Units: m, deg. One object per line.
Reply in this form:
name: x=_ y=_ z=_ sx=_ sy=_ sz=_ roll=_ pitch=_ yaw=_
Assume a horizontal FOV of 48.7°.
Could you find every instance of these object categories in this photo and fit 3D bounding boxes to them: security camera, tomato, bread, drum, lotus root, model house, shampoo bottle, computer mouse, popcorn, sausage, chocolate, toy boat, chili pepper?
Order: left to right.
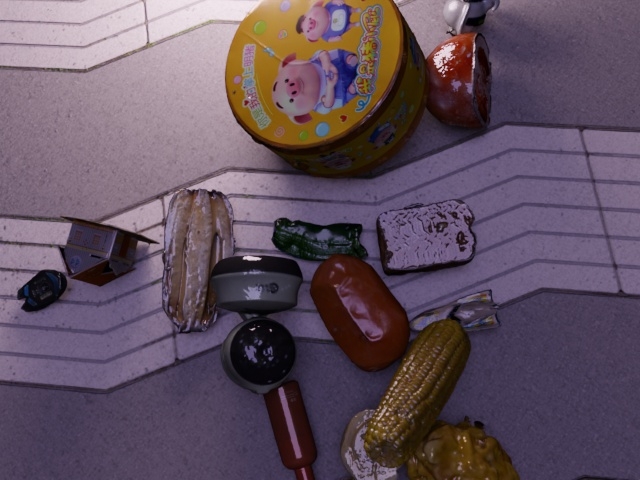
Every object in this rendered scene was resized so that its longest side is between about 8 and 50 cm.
computer mouse: x=-0.639 y=0.116 z=1.636 sx=0.135 sy=0.047 sz=0.079 roll=-29 pitch=82 yaw=9
model house: x=-0.487 y=0.034 z=1.560 sx=0.207 sy=0.219 sz=0.136 roll=14 pitch=84 yaw=8
lotus root: x=-0.279 y=0.048 z=1.606 sx=0.167 sy=0.078 sz=0.330 roll=8 pitch=80 yaw=-13
security camera: x=-0.134 y=0.181 z=1.487 sx=0.196 sy=0.191 sz=0.277 roll=3 pitch=78 yaw=-19
shampoo bottle: x=-0.055 y=0.423 z=1.497 sx=0.085 sy=0.085 sz=0.244 roll=-15 pitch=77 yaw=1
chili pepper: x=0.000 y=0.000 z=1.604 sx=0.224 sy=0.061 sz=0.098 roll=7 pitch=91 yaw=3
drum: x=0.018 y=-0.360 z=1.552 sx=0.431 sy=0.214 sz=0.431 roll=-6 pitch=74 yaw=22
sausage: x=0.081 y=0.149 z=1.512 sx=0.141 sy=0.153 sz=0.268 roll=-21 pitch=72 yaw=-41
bread: x=0.107 y=0.423 z=1.452 sx=0.133 sy=0.141 sz=0.148 roll=3 pitch=76 yaw=4
chocolate: x=0.235 y=-0.003 z=1.569 sx=0.214 sy=0.093 sz=0.149 roll=-8 pitch=77 yaw=4
tomato: x=0.305 y=-0.362 z=1.626 sx=0.155 sy=0.181 sz=0.214 roll=1 pitch=68 yaw=23
toy boat: x=0.289 y=0.168 z=1.537 sx=0.210 sy=0.066 sz=0.084 roll=-13 pitch=74 yaw=2
popcorn: x=0.285 y=0.455 z=1.386 sx=0.190 sy=0.253 sz=0.191 roll=2 pitch=86 yaw=51

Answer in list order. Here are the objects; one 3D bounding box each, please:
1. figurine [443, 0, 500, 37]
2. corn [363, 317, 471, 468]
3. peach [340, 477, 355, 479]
figurine: x=0.347 y=-0.556 z=1.658 sx=0.126 sy=0.192 sz=0.147 roll=16 pitch=40 yaw=-3
corn: x=0.195 y=0.289 z=1.390 sx=0.120 sy=0.120 sz=0.363 roll=34 pitch=50 yaw=11
peach: x=0.059 y=0.539 z=1.474 sx=0.083 sy=0.050 sz=0.077 roll=-18 pitch=54 yaw=-9
